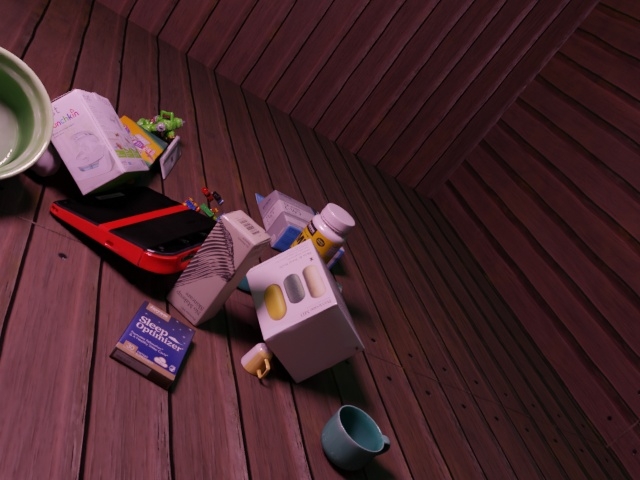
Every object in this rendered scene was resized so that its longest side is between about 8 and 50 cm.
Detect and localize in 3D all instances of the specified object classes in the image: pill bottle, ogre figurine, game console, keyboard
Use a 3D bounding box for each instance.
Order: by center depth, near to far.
[{"bbox_3d":[-0.442,-0.037,1.620,0.342,0.060,0.386,25,17,14],"label":"game console"},{"bbox_3d":[0.000,0.000,1.817,0.119,0.208,0.119,32,22,-15],"label":"pill bottle"},{"bbox_3d":[-0.499,-0.280,2.083,0.014,0.072,0.256,3,26,-1],"label":"keyboard"},{"bbox_3d":[-0.553,-0.396,2.141,0.118,0.096,0.197,3,0,21],"label":"ogre figurine"}]

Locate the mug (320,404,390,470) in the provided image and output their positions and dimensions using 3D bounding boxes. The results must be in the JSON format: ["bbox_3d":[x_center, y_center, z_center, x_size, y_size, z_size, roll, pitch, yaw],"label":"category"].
[{"bbox_3d":[0.076,0.468,1.430,0.158,0.097,0.129,40,21,1],"label":"mug"}]

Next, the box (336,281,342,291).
[{"bbox_3d":[-0.047,0.141,1.892,0.203,0.103,0.114,35,21,-9],"label":"box"}]

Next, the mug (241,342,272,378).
[{"bbox_3d":[-0.142,0.286,1.497,0.078,0.064,0.062,44,21,15],"label":"mug"}]

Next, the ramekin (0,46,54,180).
[{"bbox_3d":[-0.751,-0.261,1.335,0.304,0.148,0.303,9,77,-41],"label":"ramekin"}]

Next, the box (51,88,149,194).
[{"bbox_3d":[-0.576,-0.252,1.610,0.231,0.127,0.262,61,2,-9],"label":"box"}]

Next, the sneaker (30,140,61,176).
[{"bbox_3d":[-0.809,-0.277,1.490,0.366,0.137,0.210,48,33,-1],"label":"sneaker"}]

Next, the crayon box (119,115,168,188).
[{"bbox_3d":[-0.584,-0.270,1.895,0.165,0.081,0.278,33,22,-14],"label":"crayon box"}]

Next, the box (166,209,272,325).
[{"bbox_3d":[-0.243,0.066,1.488,0.113,0.275,0.094,41,22,10],"label":"box"}]

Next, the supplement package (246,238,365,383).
[{"bbox_3d":[-0.043,0.177,1.601,0.198,0.199,0.262,61,4,-39],"label":"supplement package"}]

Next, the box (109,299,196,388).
[{"bbox_3d":[-0.353,0.211,1.353,0.136,0.036,0.225,34,20,-11],"label":"box"}]

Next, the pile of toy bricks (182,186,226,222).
[{"bbox_3d":[-0.323,-0.062,1.890,0.212,0.118,0.105,44,-12,38],"label":"pile of toy bricks"}]

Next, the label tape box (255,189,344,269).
[{"bbox_3d":[-0.081,-0.067,2.252,0.249,0.115,0.347,25,26,-31],"label":"label tape box"}]

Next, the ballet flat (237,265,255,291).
[{"bbox_3d":[-0.255,0.073,1.739,0.232,0.080,0.073,28,13,-27],"label":"ballet flat"}]
